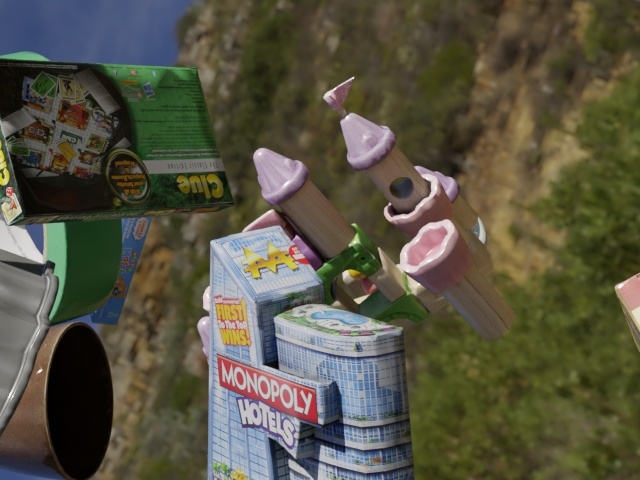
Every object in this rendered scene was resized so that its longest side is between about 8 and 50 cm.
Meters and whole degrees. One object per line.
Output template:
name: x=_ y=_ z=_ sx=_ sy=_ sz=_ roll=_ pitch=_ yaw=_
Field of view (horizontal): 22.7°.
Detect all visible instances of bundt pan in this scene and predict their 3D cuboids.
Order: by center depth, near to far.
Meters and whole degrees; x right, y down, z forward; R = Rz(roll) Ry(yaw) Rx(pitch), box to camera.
bundt pan: x=-0.361 y=0.137 z=1.377 sx=0.331 sy=0.124 sz=0.331 roll=-51 pitch=20 yaw=26

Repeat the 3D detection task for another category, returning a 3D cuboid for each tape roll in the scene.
tape roll: x=-0.347 y=-0.057 z=1.867 sx=0.077 sy=0.321 sz=0.321 roll=-17 pitch=-50 yaw=-35

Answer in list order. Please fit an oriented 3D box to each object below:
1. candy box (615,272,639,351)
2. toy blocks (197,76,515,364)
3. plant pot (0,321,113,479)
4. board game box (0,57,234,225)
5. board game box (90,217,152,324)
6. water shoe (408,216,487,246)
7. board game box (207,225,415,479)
candy box: x=0.387 y=0.065 z=1.502 sx=0.183 sy=0.087 sz=0.316 roll=-30 pitch=-19 yaw=6
toy blocks: x=0.000 y=0.000 z=1.638 sx=0.288 sy=0.260 sz=0.309 roll=-36 pitch=24 yaw=16
plant pot: x=-0.429 y=0.221 z=2.169 sx=0.215 sy=0.230 sz=0.215 roll=-2 pitch=-90 yaw=-74
board game box: x=-0.180 y=-0.085 z=1.358 sx=0.260 sy=0.030 sz=0.136 roll=-4 pitch=-105 yaw=-54
board game box: x=-0.258 y=-0.024 z=2.025 sx=0.039 sy=0.160 sz=0.211 roll=8 pitch=-59 yaw=-22
water shoe: x=0.164 y=0.000 z=2.028 sx=0.073 sy=0.203 sz=0.080 roll=-29 pitch=-63 yaw=-8
board game box: x=-0.017 y=0.094 z=1.093 sx=0.060 sy=0.194 sz=0.194 roll=-14 pitch=-76 yaw=-31
